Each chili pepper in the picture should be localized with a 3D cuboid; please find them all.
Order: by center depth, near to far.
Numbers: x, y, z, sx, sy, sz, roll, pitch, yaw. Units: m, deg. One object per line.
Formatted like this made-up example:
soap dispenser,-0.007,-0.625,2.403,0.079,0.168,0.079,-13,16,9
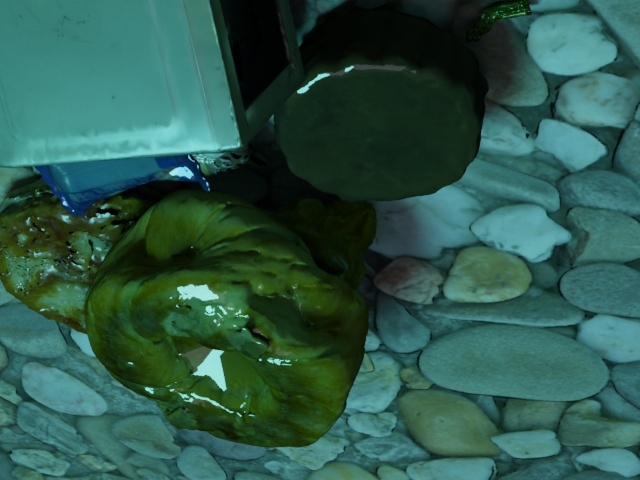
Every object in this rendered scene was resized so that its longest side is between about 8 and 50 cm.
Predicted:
chili pepper,0.180,-0.229,1.669,0.083,0.022,0.027,-25,128,33

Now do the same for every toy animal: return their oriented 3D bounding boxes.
toy animal,-0.108,-0.117,1.836,0.137,0.098,0.098,10,145,-24

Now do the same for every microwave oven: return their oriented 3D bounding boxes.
microwave oven,-0.187,-0.273,1.482,0.286,0.218,0.355,-4,113,21

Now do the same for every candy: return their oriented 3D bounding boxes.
candy,-0.249,-0.114,1.797,0.331,0.077,0.187,-12,111,51

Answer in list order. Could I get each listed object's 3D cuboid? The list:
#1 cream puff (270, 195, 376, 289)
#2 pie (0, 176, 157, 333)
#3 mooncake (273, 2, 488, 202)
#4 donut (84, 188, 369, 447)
cream puff,0.000,0.000,1.945,0.146,0.116,0.146,30,151,19
pie,-0.284,0.021,2.056,0.308,0.085,0.308,7,137,6
mooncake,0.066,-0.148,1.725,0.228,0.124,0.228,4,138,4
donut,-0.110,0.097,1.901,0.360,0.170,0.360,16,146,11
